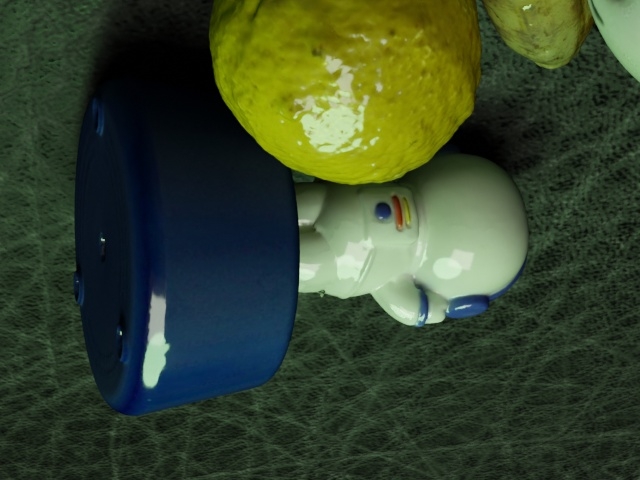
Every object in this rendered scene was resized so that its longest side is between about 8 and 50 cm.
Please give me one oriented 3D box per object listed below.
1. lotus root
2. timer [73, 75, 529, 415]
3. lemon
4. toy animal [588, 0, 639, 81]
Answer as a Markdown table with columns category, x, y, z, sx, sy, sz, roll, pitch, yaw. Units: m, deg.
| category | x | y | z | sx | sy | sz | roll | pitch | yaw |
| --- | --- | --- | --- | --- | --- | --- | --- | --- | --- |
| lotus root | 0.147 | -0.217 | 0.929 | 0.097 | 0.110 | 0.258 | 31 | 166 | 37 |
| timer | 0.000 | 0.000 | 1.123 | 0.383 | 0.270 | 0.270 | -2 | 145 | -20 |
| lemon | 0.018 | -0.140 | 0.948 | 0.192 | 0.192 | 0.231 | -18 | 149 | 20 |
| toy animal | 0.280 | -0.207 | 0.829 | 0.212 | 0.212 | 0.267 | 26 | 109 | -32 |
